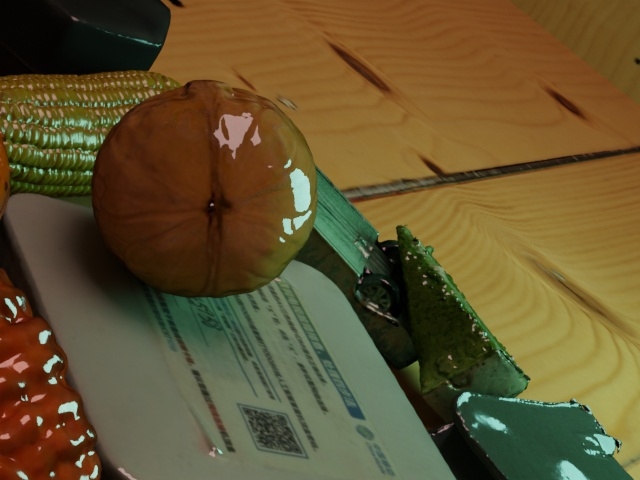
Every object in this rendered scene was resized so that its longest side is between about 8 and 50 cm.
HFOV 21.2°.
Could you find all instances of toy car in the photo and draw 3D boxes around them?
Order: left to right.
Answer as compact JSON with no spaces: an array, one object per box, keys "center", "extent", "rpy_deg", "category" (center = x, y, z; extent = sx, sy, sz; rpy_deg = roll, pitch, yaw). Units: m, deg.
[{"center":[0.000,0.000,1.859],"extent":[0.321,0.097,0.141],"rpy_deg":[47,23,-8],"category":"toy car"}]

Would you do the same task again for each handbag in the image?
[{"center":[0.248,0.263,1.714],"extent":[0.260,0.079,0.247],"rpy_deg":[9,35,-47],"category":"handbag"}]

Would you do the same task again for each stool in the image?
[{"center":[-0.287,-0.237,1.921],"extent":[0.232,0.141,0.232],"rpy_deg":[26,25,-13],"category":"stool"}]

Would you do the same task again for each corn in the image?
[{"center":[-0.258,-0.109,1.730],"extent":[0.131,0.131,0.344],"rpy_deg":[44,27,24],"category":"corn"}]

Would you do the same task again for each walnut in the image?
[{"center":[-0.101,-0.048,1.482],"extent":[0.195,0.195,0.222],"rpy_deg":[26,16,-14],"category":"walnut"}]

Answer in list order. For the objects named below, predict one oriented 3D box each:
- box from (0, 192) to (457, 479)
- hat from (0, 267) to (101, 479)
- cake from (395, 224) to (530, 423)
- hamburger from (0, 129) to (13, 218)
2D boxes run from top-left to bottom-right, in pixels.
[{"center":[-0.087,0.137,1.506],"extent":[0.396,0.111,0.396],"rpy_deg":[15,30,-36],"category":"box"},{"center":[-0.333,0.149,1.008],"extent":[0.285,0.285,0.400],"rpy_deg":[42,29,19],"category":"hat"},{"center":[0.120,0.090,1.825],"extent":[0.100,0.099,0.235],"rpy_deg":[46,8,-46],"category":"cake"},{"center":[-0.403,-0.070,1.429],"extent":[0.300,0.176,0.300],"rpy_deg":[27,26,-15],"category":"hamburger"}]
